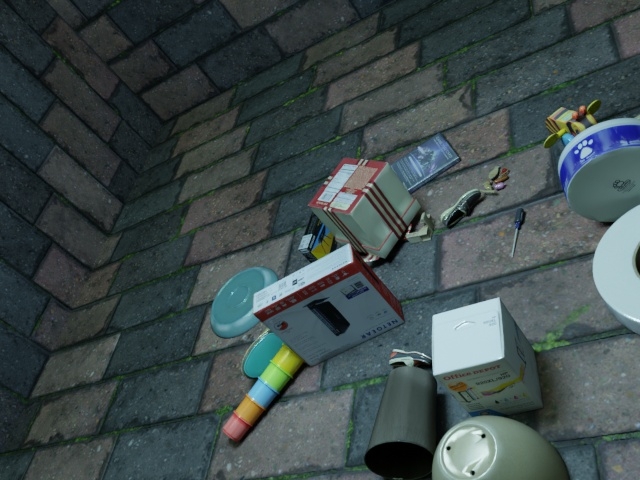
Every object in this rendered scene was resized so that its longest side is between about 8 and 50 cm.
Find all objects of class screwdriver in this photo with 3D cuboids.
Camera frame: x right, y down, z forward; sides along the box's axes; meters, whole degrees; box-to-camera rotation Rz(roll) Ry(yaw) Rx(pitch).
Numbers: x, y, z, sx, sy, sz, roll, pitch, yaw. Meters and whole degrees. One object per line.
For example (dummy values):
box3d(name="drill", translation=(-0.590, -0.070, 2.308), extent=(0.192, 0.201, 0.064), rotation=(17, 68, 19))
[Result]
box3d(name="screwdriver", translation=(0.558, -0.024, 1.832), extent=(0.024, 0.025, 0.170), rotation=(-7, 46, 39))

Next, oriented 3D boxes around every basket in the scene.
box3d(name="basket", translation=(0.208, 0.436, 1.564), extent=(0.204, 0.154, 0.227), rotation=(-55, 12, 44))

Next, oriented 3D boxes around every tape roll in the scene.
box3d(name="tape roll", translation=(0.824, 0.053, 1.450), extent=(0.392, 0.072, 0.392), rotation=(-25, 39, 22))

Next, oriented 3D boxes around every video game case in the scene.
box3d(name="video game case", translation=(0.346, -0.261, 2.293), extent=(0.274, 0.026, 0.196), rotation=(-33, 36, 11))

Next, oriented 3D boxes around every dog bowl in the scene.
box3d(name="dog bowl", translation=(0.740, -0.170, 1.602), extent=(0.265, 0.265, 0.104), rotation=(-22, 42, 26))

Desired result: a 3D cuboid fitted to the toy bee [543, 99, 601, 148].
box3d(name="toy bee", translation=(0.757, -0.338, 1.861), extent=(0.195, 0.162, 0.298), rotation=(-50, 35, -14))

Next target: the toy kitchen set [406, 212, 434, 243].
box3d(name="toy kitchen set", translation=(0.313, -0.047, 2.054), extent=(0.075, 0.068, 0.083), rotation=(-13, 43, 35))

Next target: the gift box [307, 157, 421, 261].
box3d(name="gift box", translation=(0.134, -0.087, 2.104), extent=(0.276, 0.258, 0.255), rotation=(-52, 35, -12))

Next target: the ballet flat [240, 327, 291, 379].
box3d(name="ballet flat", translation=(-0.129, 0.303, 2.081), extent=(0.348, 0.123, 0.123), rotation=(-50, 35, -10))

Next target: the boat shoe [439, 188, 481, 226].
box3d(name="boat shoe", translation=(0.444, -0.097, 2.001), extent=(0.152, 0.056, 0.049), rotation=(-43, 38, 15))

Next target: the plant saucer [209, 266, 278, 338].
box3d(name="plant saucer", translation=(-0.295, 0.217, 2.381), extent=(0.318, 0.043, 0.317), rotation=(-26, 38, 22))

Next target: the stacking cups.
box3d(name="stacking cups", translation=(-0.181, 0.462, 1.957), extent=(0.316, 0.096, 0.096), rotation=(-49, 35, -11))

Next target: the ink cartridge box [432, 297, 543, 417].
box3d(name="ink cartridge box", translation=(0.384, 0.279, 1.487), extent=(0.171, 0.232, 0.168), rotation=(-21, 39, 27))

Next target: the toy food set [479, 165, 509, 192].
box3d(name="toy food set", translation=(0.554, -0.186, 2.018), extent=(0.078, 0.019, 0.122), rotation=(11, 53, 49))

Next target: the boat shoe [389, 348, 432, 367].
box3d(name="boat shoe", translation=(0.243, 0.325, 1.737), extent=(0.137, 0.049, 0.043), rotation=(-1, 54, 46))

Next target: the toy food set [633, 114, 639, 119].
box3d(name="toy food set", translation=(0.931, -0.286, 1.751), extent=(0.132, 0.038, 0.192), rotation=(-30, 41, 29))

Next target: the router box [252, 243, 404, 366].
box3d(name="router box", translation=(0.026, 0.197, 1.864), extent=(0.335, 0.301, 0.082), rotation=(-29, 36, 19))

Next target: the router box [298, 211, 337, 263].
box3d(name="router box", translation=(0.000, 0.000, 2.249), extent=(0.046, 0.133, 0.179), rotation=(-12, 45, 37))

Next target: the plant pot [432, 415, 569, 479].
box3d(name="plant pot", translation=(0.348, 0.481, 1.343), extent=(0.284, 0.191, 0.284), rotation=(-25, 38, 22))
